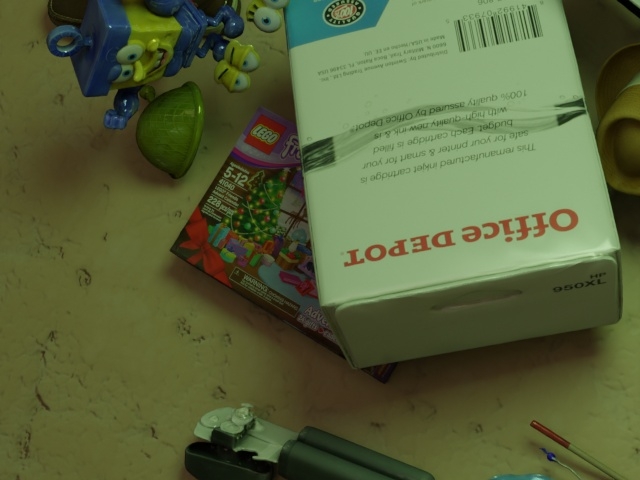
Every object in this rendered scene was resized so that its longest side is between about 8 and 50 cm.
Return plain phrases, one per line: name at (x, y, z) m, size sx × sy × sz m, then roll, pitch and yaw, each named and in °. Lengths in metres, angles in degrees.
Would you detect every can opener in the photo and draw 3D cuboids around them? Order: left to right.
can opener at (-0.013, 0.245, 1.504) m, size 0.280 × 0.074 × 0.093 m, roll 14°, pitch 114°, yaw 24°

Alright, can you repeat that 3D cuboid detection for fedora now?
fedora at (0.324, -0.098, 1.366) m, size 0.079 × 0.194 × 0.194 m, roll -38°, pitch 63°, yaw -24°

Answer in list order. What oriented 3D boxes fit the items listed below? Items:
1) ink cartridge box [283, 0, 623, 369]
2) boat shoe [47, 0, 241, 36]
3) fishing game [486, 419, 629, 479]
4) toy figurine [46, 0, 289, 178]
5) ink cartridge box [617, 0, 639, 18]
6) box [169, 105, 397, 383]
ink cartridge box at (0.130, -0.093, 1.433) m, size 0.285 × 0.166 × 0.395 m, roll -11°, pitch 60°, yaw 8°
boat shoe at (-0.230, -0.303, 1.715) m, size 0.257 × 0.095 × 0.095 m, roll -1°, pitch 74°, yaw 20°
fishing game at (0.207, 0.326, 1.399) m, size 0.189 × 0.041 × 0.264 m, roll 31°, pitch 79°, yaw 11°
toy figurine at (-0.211, -0.219, 1.523) m, size 0.191 × 0.217 × 0.362 m, roll 61°, pitch 141°, yaw 24°
ink cartridge box at (0.346, -0.224, 1.346) m, size 0.332 × 0.165 × 0.065 m, roll 45°, pitch 103°, yaw 26°
box at (0.000, 0.000, 1.565) m, size 0.293 × 0.057 × 0.201 m, roll 29°, pitch 85°, yaw 24°
